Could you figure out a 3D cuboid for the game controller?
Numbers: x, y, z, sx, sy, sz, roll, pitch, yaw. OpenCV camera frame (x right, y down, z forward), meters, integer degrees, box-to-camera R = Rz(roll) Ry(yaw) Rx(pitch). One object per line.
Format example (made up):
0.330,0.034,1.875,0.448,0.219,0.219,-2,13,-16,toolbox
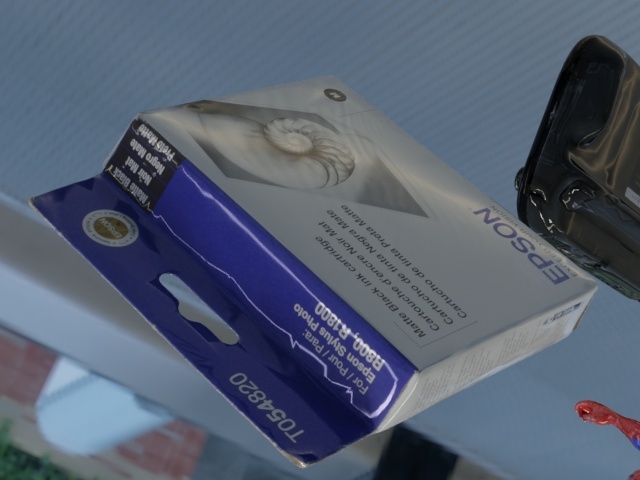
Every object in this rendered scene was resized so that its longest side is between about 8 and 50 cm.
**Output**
0.256,-0.051,1.205,0.067,0.166,0.319,9,170,33,game controller

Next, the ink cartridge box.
0.000,0.000,0.761,0.223,0.224,0.045,41,129,26,ink cartridge box

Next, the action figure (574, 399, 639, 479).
0.205,0.167,0.999,0.139,0.091,0.280,26,180,19,action figure
